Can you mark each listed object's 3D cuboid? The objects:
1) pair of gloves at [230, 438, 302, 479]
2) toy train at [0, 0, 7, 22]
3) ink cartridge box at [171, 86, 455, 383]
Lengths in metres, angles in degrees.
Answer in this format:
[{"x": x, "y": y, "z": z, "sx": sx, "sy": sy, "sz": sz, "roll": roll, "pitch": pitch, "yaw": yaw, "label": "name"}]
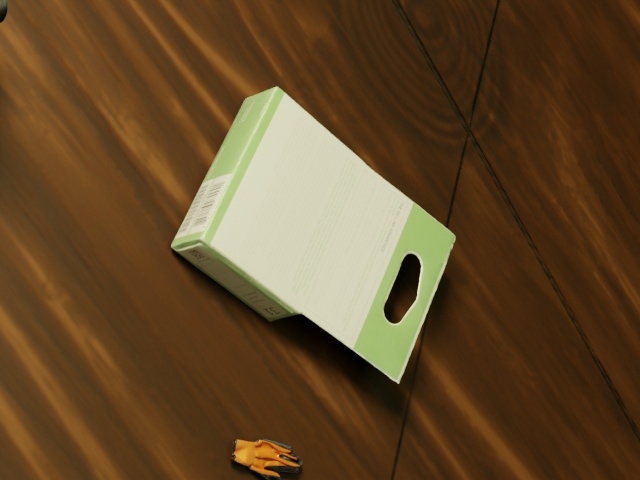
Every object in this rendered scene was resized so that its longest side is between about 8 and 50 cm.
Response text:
[{"x": -0.048, "y": 0.210, "z": 1.309, "sx": 0.074, "sy": 0.010, "sz": 0.083, "roll": 17, "pitch": 71, "yaw": -34, "label": "pair of gloves"}, {"x": -0.382, "y": -0.152, "z": 1.085, "sx": 0.334, "sy": 0.142, "sz": 0.190, "roll": -37, "pitch": 91, "yaw": -37, "label": "toy train"}, {"x": 0.000, "y": 0.000, "z": 1.374, "sx": 0.235, "sy": 0.056, "sz": 0.171, "roll": 39, "pitch": 58, "yaw": -26, "label": "ink cartridge box"}]
